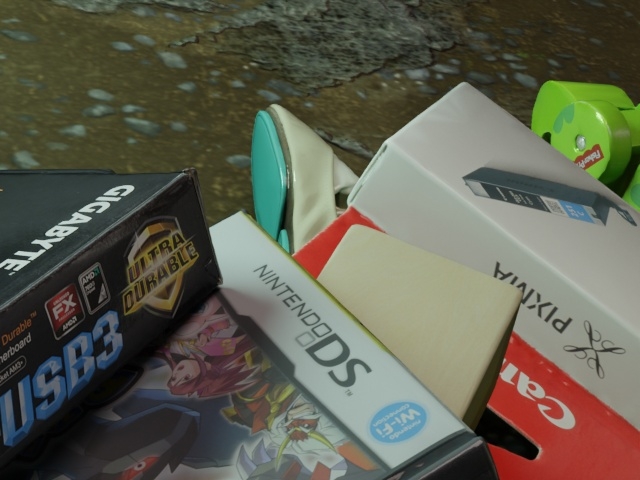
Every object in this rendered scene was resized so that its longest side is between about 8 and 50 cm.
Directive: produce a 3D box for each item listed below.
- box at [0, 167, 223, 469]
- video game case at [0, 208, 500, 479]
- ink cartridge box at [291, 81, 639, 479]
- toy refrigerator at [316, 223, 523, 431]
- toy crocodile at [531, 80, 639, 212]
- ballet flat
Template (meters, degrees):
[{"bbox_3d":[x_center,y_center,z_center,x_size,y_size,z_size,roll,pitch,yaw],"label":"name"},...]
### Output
[{"bbox_3d":[-0.244,0.052,0.707,0.293,0.073,0.295,-1,26,33],"label":"box"},{"bbox_3d":[-0.097,0.107,0.692,0.275,0.035,0.248,-30,34,-13],"label":"video game case"},{"bbox_3d":[0.143,0.047,0.958,0.296,0.066,0.261,38,35,8],"label":"ink cartridge box"},{"bbox_3d":[0.003,0.123,0.764,0.102,0.094,0.269,22,46,12],"label":"toy refrigerator"},{"bbox_3d":[0.272,-0.022,1.173,0.115,0.105,0.340,-9,43,-35],"label":"toy crocodile"},{"bbox_3d":[0.000,0.000,1.026,0.086,0.086,0.248,7,41,-13],"label":"ballet flat"}]
